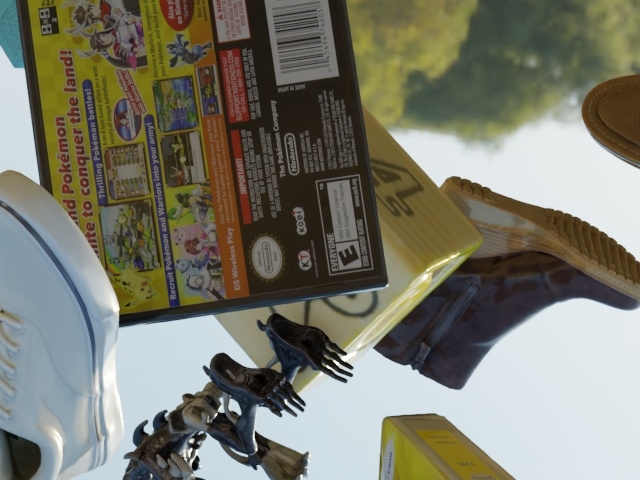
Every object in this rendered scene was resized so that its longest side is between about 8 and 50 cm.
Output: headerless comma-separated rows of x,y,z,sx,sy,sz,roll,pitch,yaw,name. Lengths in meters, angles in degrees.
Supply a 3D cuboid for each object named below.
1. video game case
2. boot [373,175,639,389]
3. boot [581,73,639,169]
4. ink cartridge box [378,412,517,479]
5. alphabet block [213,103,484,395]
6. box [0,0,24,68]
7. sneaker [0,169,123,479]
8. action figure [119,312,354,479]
-0.091,-0.081,1.262,0.248,0.275,0.035,-8,175,1,video game case
0.187,0.065,1.676,0.248,0.207,0.090,25,-154,1,boot
0.378,-0.061,1.632,0.283,0.109,0.220,8,159,0,boot
0.110,0.316,1.190,0.072,0.303,0.307,1,-167,-16,ink cartridge box
0.000,0.000,1.531,0.197,0.192,0.193,49,-155,8,alphabet block
-0.309,-0.276,1.680,0.100,0.060,0.244,-2,-129,-50,box
-0.184,0.074,1.062,0.094,0.258,0.091,26,-130,31,sneaker
-0.088,0.188,1.468,0.141,0.275,0.164,46,-138,3,action figure
